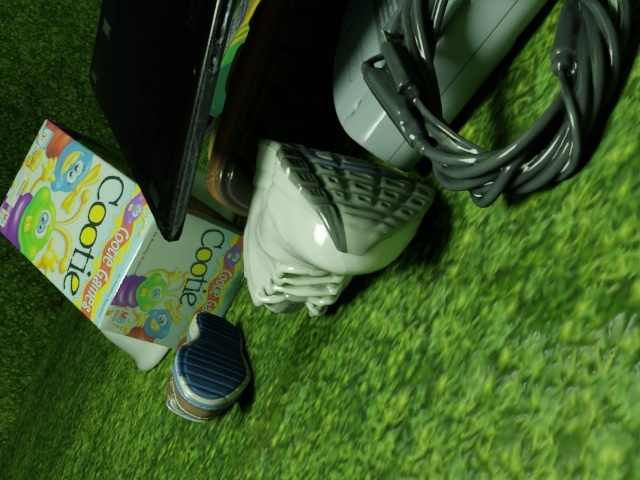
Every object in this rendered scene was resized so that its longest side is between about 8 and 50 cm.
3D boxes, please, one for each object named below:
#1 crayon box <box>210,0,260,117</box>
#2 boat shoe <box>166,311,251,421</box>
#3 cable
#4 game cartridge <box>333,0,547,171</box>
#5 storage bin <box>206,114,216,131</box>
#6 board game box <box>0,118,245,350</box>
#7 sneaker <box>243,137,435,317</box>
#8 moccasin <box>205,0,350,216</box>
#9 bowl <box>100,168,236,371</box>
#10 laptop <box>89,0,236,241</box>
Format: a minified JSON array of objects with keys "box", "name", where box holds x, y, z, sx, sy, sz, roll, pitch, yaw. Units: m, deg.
[{"box":[-0.072,-0.350,1.473,0.323,0.083,0.203,-55,18,23],"name":"crayon box"},{"box":[-0.102,0.124,0.861,0.183,0.066,0.066,-90,25,-78],"name":"boat shoe"},{"box":[0.104,-0.102,0.543,0.150,0.047,0.184,-44,44,14],"name":"cable"},{"box":[0.083,-0.179,0.749,0.198,0.062,0.297,-56,17,27],"name":"game cartridge"},{"box":[-0.221,-0.283,1.762,0.180,0.122,0.084,-31,35,62],"name":"storage bin"},{"box":[-0.220,-0.008,1.073,0.275,0.142,0.144,31,95,44],"name":"board game box"},{"box":[0.000,0.000,0.696,0.297,0.111,0.129,-141,67,-81],"name":"sneaker"},{"box":[-0.007,-0.205,0.973,0.380,0.139,0.147,-69,23,13],"name":"moccasin"},{"box":[-0.231,0.015,1.301,0.298,0.134,0.298,-55,18,28],"name":"bowl"},{"box":[-0.029,-0.252,0.853,0.382,0.236,0.408,-127,48,-56],"name":"laptop"}]
